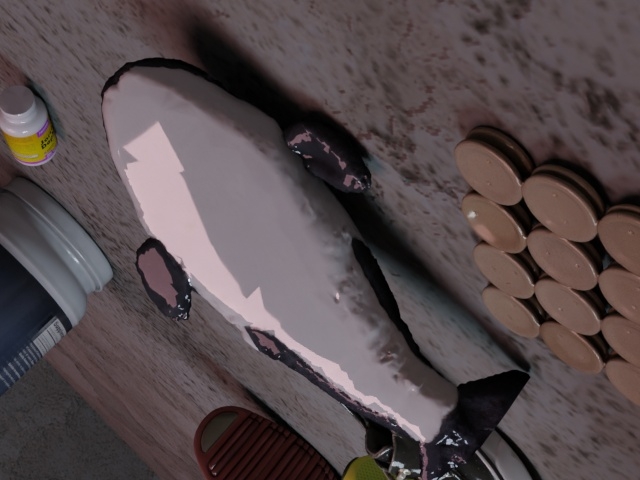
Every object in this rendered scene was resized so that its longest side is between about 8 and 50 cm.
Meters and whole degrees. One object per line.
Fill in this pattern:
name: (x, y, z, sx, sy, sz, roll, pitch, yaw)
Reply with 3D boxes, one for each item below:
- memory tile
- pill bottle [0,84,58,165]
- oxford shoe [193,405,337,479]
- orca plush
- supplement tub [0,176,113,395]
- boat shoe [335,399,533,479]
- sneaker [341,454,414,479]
memory tile: (0.114, 0.017, 0.461, 0.113, 0.012, 0.148, 30, 157, 34)
pill bottle: (-0.261, -0.103, 0.897, 0.043, 0.043, 0.083, 40, 160, 12)
oxford shoe: (-0.015, 0.330, 1.179, 0.348, 0.123, 0.130, 45, 165, 0)
orca plush: (0.000, 0.000, 0.594, 0.287, 0.102, 0.151, 33, 115, 1)
supplement tub: (-0.398, 0.076, 1.179, 0.191, 0.272, 0.191, 37, 159, 17)
boat shoe: (0.062, 0.132, 0.704, 0.219, 0.070, 0.078, 46, 160, -5)
sneaker: (0.111, 0.235, 0.823, 0.208, 0.081, 0.094, 32, 150, 14)
